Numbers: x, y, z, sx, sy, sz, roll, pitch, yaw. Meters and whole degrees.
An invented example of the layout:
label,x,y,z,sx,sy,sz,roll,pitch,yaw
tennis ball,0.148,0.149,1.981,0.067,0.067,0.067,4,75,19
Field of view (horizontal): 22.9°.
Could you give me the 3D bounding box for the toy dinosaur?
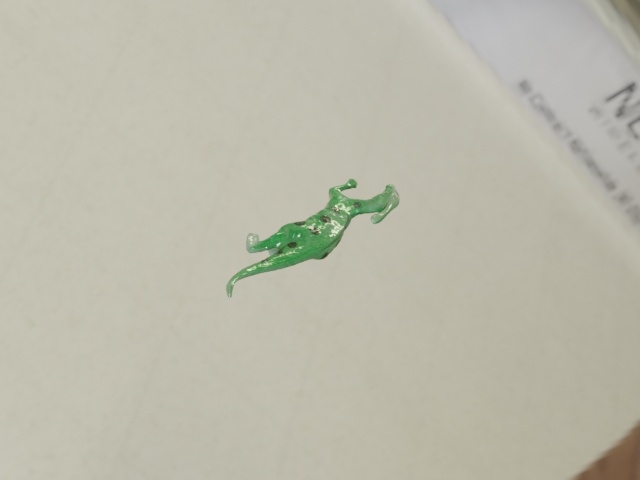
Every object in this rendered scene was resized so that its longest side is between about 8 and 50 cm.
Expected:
label,x,y,z,sx,sy,sz,roll,pitch,yaw
toy dinosaur,0.000,0.000,0.667,0.021,0.062,0.083,65,30,-26
